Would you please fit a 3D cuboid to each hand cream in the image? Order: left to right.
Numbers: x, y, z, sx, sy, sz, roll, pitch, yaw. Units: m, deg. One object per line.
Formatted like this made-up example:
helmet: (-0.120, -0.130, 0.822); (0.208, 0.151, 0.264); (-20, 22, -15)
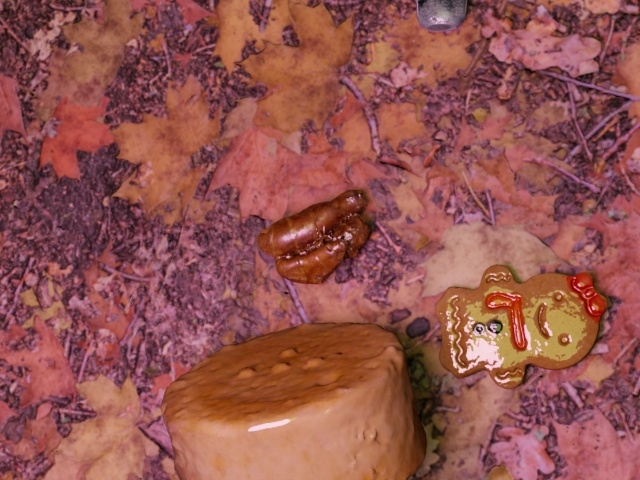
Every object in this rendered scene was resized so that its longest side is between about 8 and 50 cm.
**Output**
hand cream: (0.169, -0.377, 1.738); (0.095, 0.046, 0.175); (0, 80, 14)

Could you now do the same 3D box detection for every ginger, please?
ginger: (0.000, 0.000, 1.700); (0.162, 0.073, 0.103); (-28, 78, 5)

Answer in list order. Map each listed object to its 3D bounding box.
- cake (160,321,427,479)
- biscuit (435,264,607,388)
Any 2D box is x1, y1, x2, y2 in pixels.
cake: (-0.016, 0.297, 1.560); (0.332, 0.332, 0.321); (-10, 106, 10)
biscuit: (0.265, 0.111, 1.648); (0.226, 0.036, 0.166); (-5, 79, 11)
